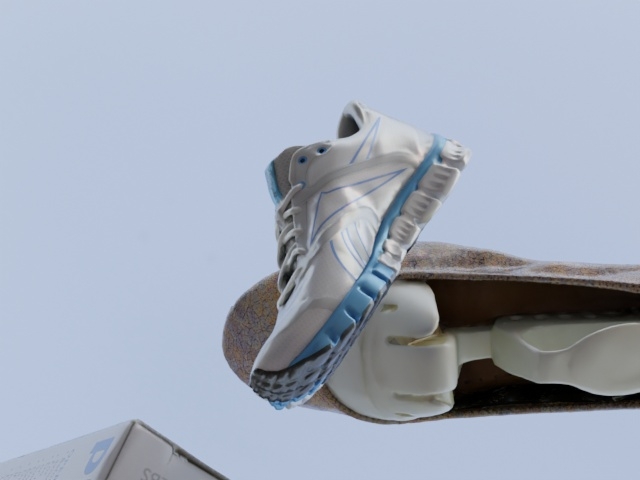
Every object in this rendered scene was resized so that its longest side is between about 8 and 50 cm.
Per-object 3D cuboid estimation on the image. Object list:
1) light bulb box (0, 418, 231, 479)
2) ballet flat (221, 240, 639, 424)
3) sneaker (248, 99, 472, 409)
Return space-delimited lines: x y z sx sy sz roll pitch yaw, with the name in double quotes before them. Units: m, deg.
"light bulb box" -0.098 0.315 0.915 0.358 0.361 0.225 35 -120 -20
"ballet flat" 0.096 0.056 0.799 0.316 0.106 0.107 -5 -77 4
"sneaker" 0.000 0.000 0.667 0.083 0.071 0.190 34 -135 0
